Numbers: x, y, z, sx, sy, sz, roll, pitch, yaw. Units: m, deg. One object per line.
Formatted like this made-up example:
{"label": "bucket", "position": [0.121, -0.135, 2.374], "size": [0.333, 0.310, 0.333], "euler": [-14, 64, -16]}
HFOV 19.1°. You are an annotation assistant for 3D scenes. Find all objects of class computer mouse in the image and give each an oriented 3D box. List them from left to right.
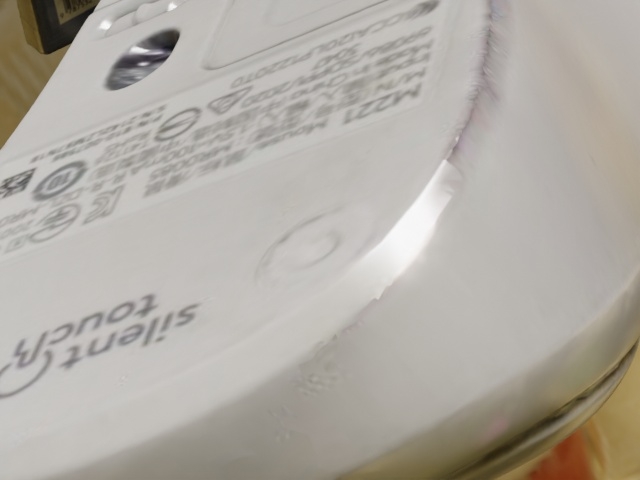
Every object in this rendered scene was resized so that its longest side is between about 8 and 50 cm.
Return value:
{"label": "computer mouse", "position": [0.000, 0.000, 0.475], "size": [0.184, 0.121, 0.297], "euler": [-19, 30, 19]}

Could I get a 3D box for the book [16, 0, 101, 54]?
{"label": "book", "position": [-0.111, -0.253, 1.099], "size": [0.191, 0.269, 0.025], "euler": [-33, 52, -23]}
